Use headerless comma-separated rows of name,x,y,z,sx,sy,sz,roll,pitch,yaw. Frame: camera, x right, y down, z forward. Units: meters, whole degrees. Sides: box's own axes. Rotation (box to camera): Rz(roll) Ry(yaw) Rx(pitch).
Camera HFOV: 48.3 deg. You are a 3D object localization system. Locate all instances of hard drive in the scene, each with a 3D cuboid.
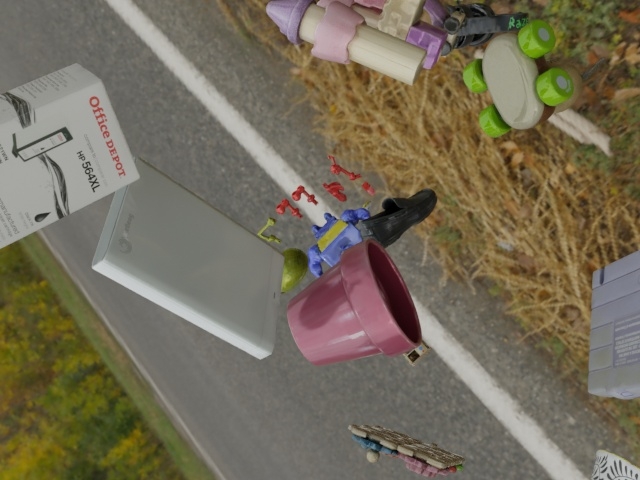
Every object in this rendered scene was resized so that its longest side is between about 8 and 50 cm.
hard drive,-0.185,0.029,1.094,0.040,0.203,0.307,-29,130,34

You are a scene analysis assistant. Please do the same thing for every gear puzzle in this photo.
gear puzzle,0.161,0.376,1.256,0.175,0.044,0.339,16,171,23

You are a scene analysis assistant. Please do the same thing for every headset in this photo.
headset,0.425,-0.668,2.130,0.394,0.243,0.185,8,111,41

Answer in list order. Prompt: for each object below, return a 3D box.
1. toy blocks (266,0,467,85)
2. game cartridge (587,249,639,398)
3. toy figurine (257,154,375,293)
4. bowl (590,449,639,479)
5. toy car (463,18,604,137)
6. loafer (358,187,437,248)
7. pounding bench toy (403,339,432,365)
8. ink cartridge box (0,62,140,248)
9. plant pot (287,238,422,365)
toy blocks,0.065,-0.373,0.853,0.260,0.309,0.288,25,119,10
game cartridge,0.520,0.112,1.067,0.355,0.068,0.230,123,155,-70
toy figurine,0.000,0.000,1.667,0.191,0.362,0.217,44,-178,-29
bowl,0.410,0.358,0.921,0.170,0.080,0.170,41,171,8
toy car,0.352,-0.256,1.113,0.155,0.188,0.149,-26,80,59
loafer,0.166,-0.060,1.506,0.076,0.223,0.078,-4,116,53
pounding bench toy,0.183,0.213,1.459,0.065,0.052,0.083,48,176,6
ink cartridge box,-0.347,-0.106,0.878,0.086,0.203,0.148,35,148,44
plant pot,0.051,0.124,1.226,0.201,0.180,0.201,52,-159,-29
